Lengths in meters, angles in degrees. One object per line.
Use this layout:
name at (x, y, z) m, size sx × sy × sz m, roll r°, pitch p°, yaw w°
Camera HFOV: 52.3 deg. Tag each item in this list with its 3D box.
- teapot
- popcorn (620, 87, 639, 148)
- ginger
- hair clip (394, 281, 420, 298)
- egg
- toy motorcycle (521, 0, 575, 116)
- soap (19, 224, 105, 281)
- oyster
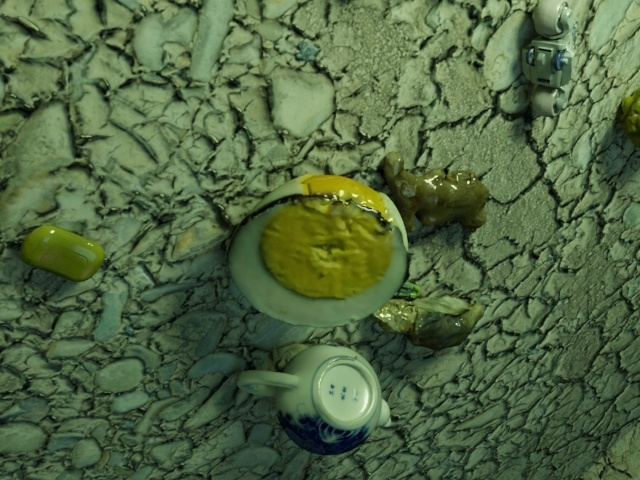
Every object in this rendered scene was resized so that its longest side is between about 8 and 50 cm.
teapot at (0.005, 0.379, 1.548) m, size 0.424 × 0.252 × 0.280 m, roll 18°, pitch 153°, yaw -17°
popcorn at (0.782, -0.298, 1.496) m, size 0.197 × 0.156 × 0.197 m, roll -9°, pitch 146°, yaw -6°
ginger at (0.258, -0.084, 1.417) m, size 0.333 × 0.080 × 0.166 m, roll 6°, pitch 109°, yaw -35°
hair clip at (0.158, 0.110, 1.543) m, size 0.188 × 0.033 × 0.060 m, roll 8°, pitch 118°, yaw -30°
egg at (0.000, 0.000, 1.259) m, size 0.337 × 0.201 × 0.337 m, roll 1°, pitch 123°, yaw 2°
toy motorcycle at (0.470, -0.371, 1.312) m, size 0.112 × 0.112 × 0.254 m, roll -24°, pitch 131°, yaw -11°
soap at (-0.449, 0.023, 1.139) m, size 0.089 × 0.045 × 0.140 m, roll -47°, pitch 133°, yaw 15°
oyster at (0.272, 0.205, 1.625) m, size 0.341 × 0.110 × 0.166 m, roll 19°, pitch 113°, yaw -37°
